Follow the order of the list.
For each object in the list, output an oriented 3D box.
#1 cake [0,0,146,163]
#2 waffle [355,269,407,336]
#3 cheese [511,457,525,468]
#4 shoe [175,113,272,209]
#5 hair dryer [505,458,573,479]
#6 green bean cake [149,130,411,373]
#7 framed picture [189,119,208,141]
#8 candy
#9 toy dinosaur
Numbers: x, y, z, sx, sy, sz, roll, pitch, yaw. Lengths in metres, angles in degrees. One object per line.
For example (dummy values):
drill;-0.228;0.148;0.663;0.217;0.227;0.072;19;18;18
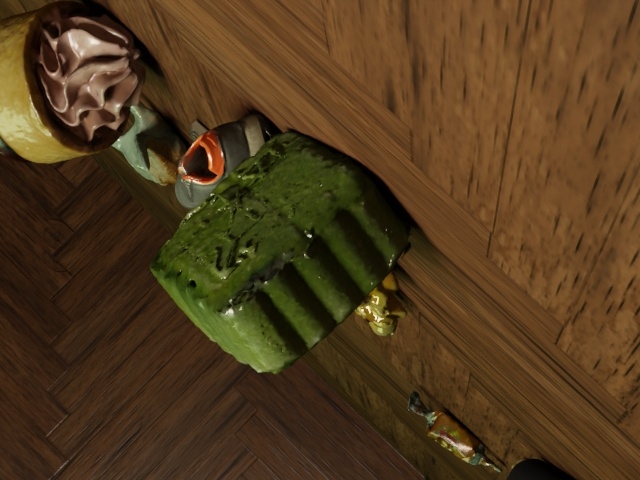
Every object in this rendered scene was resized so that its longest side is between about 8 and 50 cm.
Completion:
cake;-0.293;-0.191;1.827;0.178;0.207;0.185;-11;89;42
waffle;-0.003;-0.005;1.721;0.281;0.058;0.301;42;173;33
cheese;0.288;0.326;2.062;0.083;0.030;0.044;54;176;-21
shoe;-0.120;-0.076;1.610;0.194;0.077;0.074;-31;76;57
hair dryer;0.349;0.370;1.916;0.255;0.070;0.128;39;174;-19
green bean cake;-0.040;0.011;1.438;0.113;0.200;0.214;49;172;-30
framed picture;-0.064;-0.029;2.055;0.232;0.024;0.315;42;173;16
candy;0.196;0.292;2.319;0.182;0.046;0.053;40;173;18
toy dinosaur;-0.254;-0.144;2.184;0.205;0.092;0.393;47;171;-19
